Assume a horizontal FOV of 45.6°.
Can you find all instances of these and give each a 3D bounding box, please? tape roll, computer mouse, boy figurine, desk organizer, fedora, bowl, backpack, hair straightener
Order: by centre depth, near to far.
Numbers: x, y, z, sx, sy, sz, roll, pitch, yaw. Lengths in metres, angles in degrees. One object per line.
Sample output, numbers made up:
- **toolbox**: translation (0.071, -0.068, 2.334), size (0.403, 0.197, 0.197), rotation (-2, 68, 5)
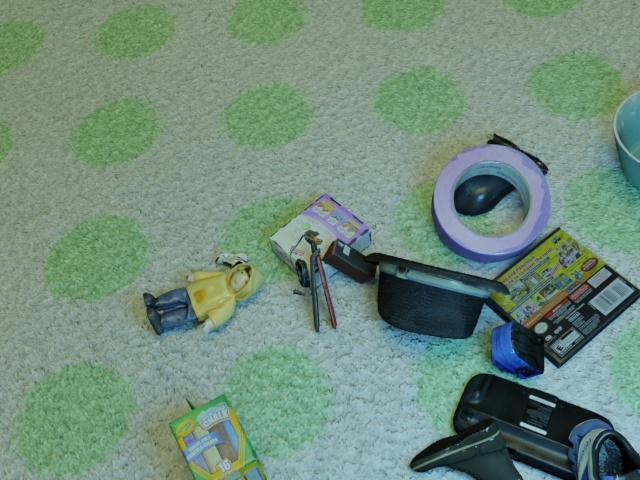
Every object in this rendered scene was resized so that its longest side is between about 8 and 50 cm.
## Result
- **backpack**: translation (0.412, 0.237, 1.631), size (0.101, 0.120, 0.098), rotation (-27, 41, 35)
- **fedora**: translation (0.242, 0.131, 1.686), size (0.334, 0.334, 0.153), rotation (14, 91, 16)
- **hair straightener**: translation (-0.027, 0.102, 1.768), size (0.089, 0.047, 0.230), rotation (-12, 91, 1)
- **desk organizer**: translation (0.069, 0.051, 1.810), size (0.130, 0.050, 0.047), rotation (32, 53, -25)
- **boy figurine**: translation (-0.269, 0.139, 1.813), size (0.285, 0.092, 0.177), rotation (-18, 52, -2)
- **tape roll**: translation (0.407, -0.088, 1.834), size (0.274, 0.090, 0.275), rotation (-1, 76, 3)
- **bowl**: translation (0.870, -0.221, 1.881), size (0.311, 0.163, 0.312), rotation (-3, 55, 4)
- **computer mouse**: translation (0.439, -0.171, 1.955), size (0.272, 0.072, 0.188), rotation (-40, 60, -20)

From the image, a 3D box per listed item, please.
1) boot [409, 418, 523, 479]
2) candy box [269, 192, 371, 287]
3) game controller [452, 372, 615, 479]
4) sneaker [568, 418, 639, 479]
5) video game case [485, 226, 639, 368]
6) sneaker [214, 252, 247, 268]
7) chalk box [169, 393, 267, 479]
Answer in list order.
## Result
- **boot**: translation (0.292, 0.461, 1.528), size (0.198, 0.077, 0.137), rotation (-29, 90, 21)
- **candy box**: translation (0.000, 0.000, 1.889), size (0.196, 0.070, 0.165), rotation (-38, 59, -19)
- **game controller**: translation (0.442, 0.385, 1.576), size (0.319, 0.067, 0.166), rotation (19, 45, 19)
- **sneaker**: translation (0.527, 0.482, 1.374), size (0.127, 0.182, 0.316), rotation (-5, 74, 4)
- **video game case**: translation (0.549, 0.124, 1.755), size (0.275, 0.035, 0.248), rotation (-36, 58, -16)
- **sneaker**: translation (-0.224, 0.052, 1.903), size (0.083, 0.032, 0.037), rotation (-6, 54, 4)
- **chalk box**: translation (-0.220, 0.418, 1.581), size (0.132, 0.132, 0.213), rotation (-26, 57, -11)
